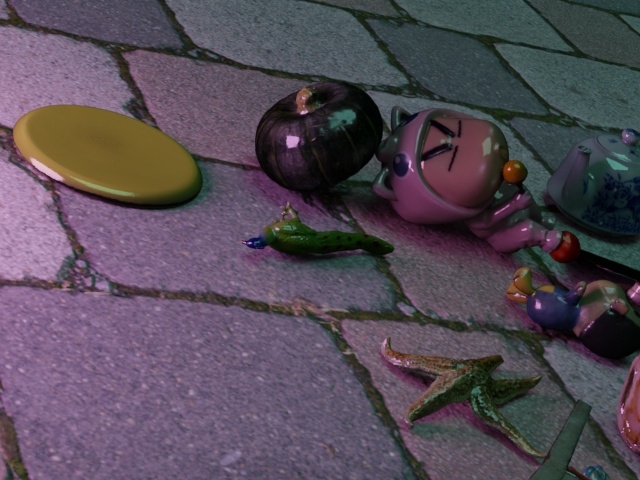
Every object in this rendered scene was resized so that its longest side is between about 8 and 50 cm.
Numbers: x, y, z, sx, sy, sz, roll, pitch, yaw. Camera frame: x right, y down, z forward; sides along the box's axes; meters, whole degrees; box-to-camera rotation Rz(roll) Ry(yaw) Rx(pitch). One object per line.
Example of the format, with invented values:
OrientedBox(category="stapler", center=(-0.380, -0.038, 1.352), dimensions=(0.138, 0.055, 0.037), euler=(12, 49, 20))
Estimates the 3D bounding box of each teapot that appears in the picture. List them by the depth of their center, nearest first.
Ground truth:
OrientedBox(category="teapot", center=(0.422, -0.096, 2.114), dimensions=(0.232, 0.159, 0.159), euler=(-9, 39, -46))

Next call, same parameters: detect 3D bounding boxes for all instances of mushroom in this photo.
OrientedBox(category="mushroom", center=(0.390, 0.083, 1.836), dimensions=(0.084, 0.067, 0.083), euler=(21, 19, -8))

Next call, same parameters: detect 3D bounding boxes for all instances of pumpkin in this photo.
OrientedBox(category="pumpkin", center=(-0.003, -0.133, 1.858), dimensions=(0.125, 0.167, 0.167), euler=(55, 24, -11))

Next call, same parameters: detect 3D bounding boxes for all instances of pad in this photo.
OrientedBox(category="pad", center=(0.415, 0.048, 1.892), dimensions=(0.181, 0.004, 0.267), euler=(20, 5, -2))

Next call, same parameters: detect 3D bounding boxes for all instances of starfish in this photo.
OrientedBox(category="starfish", center=(0.160, 0.160, 1.555), dimensions=(0.217, 0.050, 0.223), euler=(42, 37, 22))

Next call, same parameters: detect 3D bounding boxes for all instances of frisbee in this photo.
OrientedBox(category="frisbee", center=(-0.253, -0.106, 1.771), dimensions=(0.236, 0.017, 0.236), euler=(17, 26, -8))

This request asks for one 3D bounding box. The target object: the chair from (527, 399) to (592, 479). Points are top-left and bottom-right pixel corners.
OrientedBox(category="chair", center=(0.224, 0.271, 1.275), dimensions=(0.147, 0.136, 0.270), euler=(31, 26, 15))

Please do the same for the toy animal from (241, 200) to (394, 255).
OrientedBox(category="toy animal", center=(-0.010, -0.010, 1.747), dimensions=(0.217, 0.041, 0.075), euler=(2, 33, -42))

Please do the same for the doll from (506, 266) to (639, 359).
OrientedBox(category="doll", center=(0.315, 0.082, 1.772), dimensions=(0.179, 0.102, 0.089), euler=(30, 70, 9))

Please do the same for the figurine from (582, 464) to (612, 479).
OrientedBox(category="figurine", center=(0.356, 0.302, 1.385), dimensions=(0.260, 0.103, 0.205), euler=(30, -9, 22))

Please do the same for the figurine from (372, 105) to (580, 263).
OrientedBox(category="figurine", center=(0.210, -0.076, 1.900), dimensions=(0.287, 0.186, 0.176), euler=(33, 49, -13))

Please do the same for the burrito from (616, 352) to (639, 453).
OrientedBox(category="burrito", center=(0.478, 0.211, 1.622), dimensions=(0.299, 0.105, 0.143), euler=(13, 37, -18))
